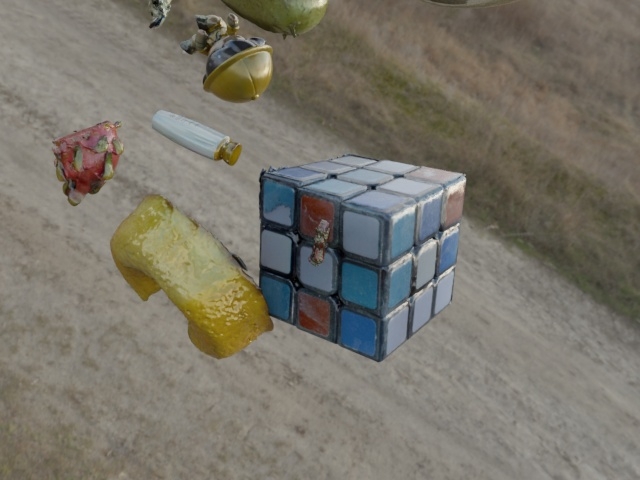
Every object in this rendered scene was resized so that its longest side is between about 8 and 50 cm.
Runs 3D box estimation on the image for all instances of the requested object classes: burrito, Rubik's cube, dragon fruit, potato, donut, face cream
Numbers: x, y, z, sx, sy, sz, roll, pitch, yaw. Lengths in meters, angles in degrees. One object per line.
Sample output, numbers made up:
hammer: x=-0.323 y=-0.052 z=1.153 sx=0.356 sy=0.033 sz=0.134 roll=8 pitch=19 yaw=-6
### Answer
burrito: x=-0.227 y=-0.369 z=0.918 sx=0.042 sy=0.051 sz=0.171 roll=22 pitch=46 yaw=-21
Rubik's cube: x=0.092 y=0.015 z=1.452 sx=0.359 sy=0.363 sz=0.362 roll=14 pitch=22 yaw=32
dragon fruit: x=-0.485 y=-0.164 z=1.317 sx=0.150 sy=0.208 sz=0.133 roll=30 pitch=21 yaw=6
potato: x=-0.112 y=-0.618 z=1.430 sx=0.359 sy=0.270 sz=0.219 roll=46 pitch=0 yaw=19
donut: x=-0.308 y=0.079 z=1.412 sx=0.435 sy=0.377 sz=0.163 roll=39 pitch=68 yaw=21
face cream: x=-0.241 y=-0.201 z=1.237 sx=0.182 sy=0.051 sz=0.072 roll=25 pitch=35 yaw=11

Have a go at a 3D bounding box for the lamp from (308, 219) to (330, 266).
lamp: x=0.000 y=0.000 z=1.204 sx=0.031 sy=0.083 sz=0.063 roll=16 pitch=46 yaw=9

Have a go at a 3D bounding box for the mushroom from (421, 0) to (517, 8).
mushroom: x=0.113 y=-0.260 z=0.444 sx=0.209 sy=0.206 sz=0.206 roll=52 pitch=32 yaw=-1

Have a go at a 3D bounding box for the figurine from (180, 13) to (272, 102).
figurine: x=-0.221 y=-0.449 z=1.569 sx=0.257 sy=0.192 sz=0.167 roll=58 pitch=12 yaw=32
